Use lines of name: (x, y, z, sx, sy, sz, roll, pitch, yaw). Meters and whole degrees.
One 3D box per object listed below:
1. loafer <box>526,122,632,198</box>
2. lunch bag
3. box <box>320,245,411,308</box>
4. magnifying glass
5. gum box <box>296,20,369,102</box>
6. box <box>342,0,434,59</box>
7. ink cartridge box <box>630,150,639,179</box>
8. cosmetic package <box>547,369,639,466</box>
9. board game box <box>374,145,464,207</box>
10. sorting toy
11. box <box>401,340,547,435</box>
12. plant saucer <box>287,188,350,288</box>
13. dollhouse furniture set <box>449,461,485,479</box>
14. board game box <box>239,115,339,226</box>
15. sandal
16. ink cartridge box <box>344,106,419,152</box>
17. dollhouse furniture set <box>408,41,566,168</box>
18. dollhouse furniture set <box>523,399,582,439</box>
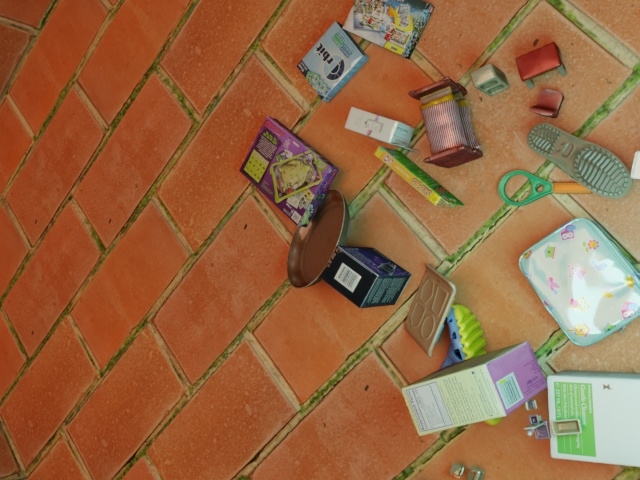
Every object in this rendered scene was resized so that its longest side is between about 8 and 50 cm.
loafer: (0.624, -0.195, 1.622, 0.268, 0.092, 0.102, 41, 110, 22)
lunch bag: (0.630, 0.096, 1.598, 0.224, 0.108, 0.279, -39, 70, 21)
box: (0.128, 0.099, 1.867, 0.153, 0.207, 0.108, 36, 107, 27)
magnifying glass: (0.562, -0.132, 1.702, 0.231, 0.026, 0.092, 2, 89, 35)
gum box: (0.035, -0.539, 2.048, 0.184, 0.041, 0.157, -44, 67, 23)
box: (0.191, -0.640, 1.946, 0.233, 0.044, 0.159, 35, 107, 29)
ink cartridge box: (0.761, -0.157, 1.497, 0.109, 0.150, 0.063, 14, 100, 33)
cosmetic package: (0.713, 0.395, 1.506, 0.365, 0.155, 0.197, -7, 82, 35)
board game box: (0.268, -0.166, 1.833, 0.259, 0.124, 0.039, 42, 111, 27)
sorting toy: (0.295, 0.184, 1.803, 0.193, 0.038, 0.208, -130, 55, -71)
box: (0.354, 0.340, 1.559, 0.243, 0.213, 0.117, -28, 79, 41)
plant saucer: (0.000, 0.000, 1.973, 0.310, 0.050, 0.310, -47, 31, 39)
dollhouse furniture set: (0.328, 0.656, 1.809, 0.182, 0.101, 0.161, 18, 74, 33)
board game box: (-0.105, -0.217, 2.092, 0.347, 0.056, 0.208, 44, 116, 37)
sandal: (0.366, 0.325, 1.759, 0.138, 0.126, 0.317, -18, 78, 36)
ink cartridge box: (0.183, -0.310, 1.900, 0.198, 0.115, 0.067, 25, 102, 30)
dollhouse furniture set: (0.433, -0.341, 1.714, 0.374, 0.152, 0.201, -19, 78, 31)
dollhouse furniture set: (0.509, 0.399, 1.503, 0.114, 0.081, 0.091, -17, 77, 36)
